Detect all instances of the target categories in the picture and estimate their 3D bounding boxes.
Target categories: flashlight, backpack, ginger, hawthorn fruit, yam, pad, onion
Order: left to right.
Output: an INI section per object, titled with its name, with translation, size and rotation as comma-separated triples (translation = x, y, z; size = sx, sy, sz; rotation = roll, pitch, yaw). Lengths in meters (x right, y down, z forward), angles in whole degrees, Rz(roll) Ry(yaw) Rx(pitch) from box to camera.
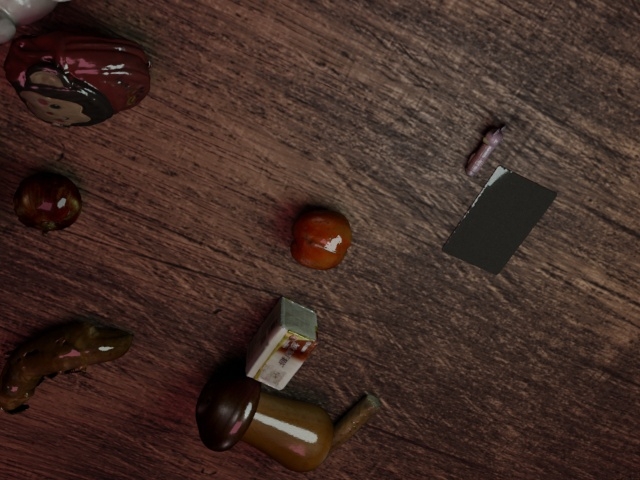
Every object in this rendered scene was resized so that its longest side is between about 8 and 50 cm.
[onion]
translation = -0.491, -0.071, 1.319
size = 0.117, 0.119, 0.119
rotation = 0, 124, -29
[ginger]
translation = -0.553, 0.249, 1.520
size = 0.309, 0.107, 0.133
rotation = -28, 105, 10
[backpack]
translation = -0.377, -0.267, 1.165
size = 0.229, 0.229, 0.139
rotation = -7, 81, 2
[hawthorn fruit]
translation = 0.000, 0.000, 1.386
size = 0.128, 0.128, 0.128
rotation = -1, 122, -2
[yam]
translation = 0.051, 0.443, 1.691
size = 0.056, 0.057, 0.241
rotation = 35, 112, -21
[flashlight]
translation = 0.299, -0.166, 1.342
size = 0.031, 0.052, 0.110
rotation = 42, 124, 15
[pad]
translation = 0.350, -0.035, 1.441
size = 0.142, 0.003, 0.211
rotation = 23, 118, -15

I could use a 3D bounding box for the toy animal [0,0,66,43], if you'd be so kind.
[toy animal]
translation = -0.465, -0.424, 0.998
size = 0.271, 0.206, 0.265
rotation = 1, 155, -17

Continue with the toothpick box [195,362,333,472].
[toothpick box]
translation = -0.123, 0.388, 1.579
size = 0.294, 0.192, 0.192
rotation = 29, 116, -24

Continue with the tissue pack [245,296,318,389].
[tissue pack]
translation = -0.079, 0.214, 1.515
size = 0.099, 0.106, 0.149
rotation = 27, 117, -17
